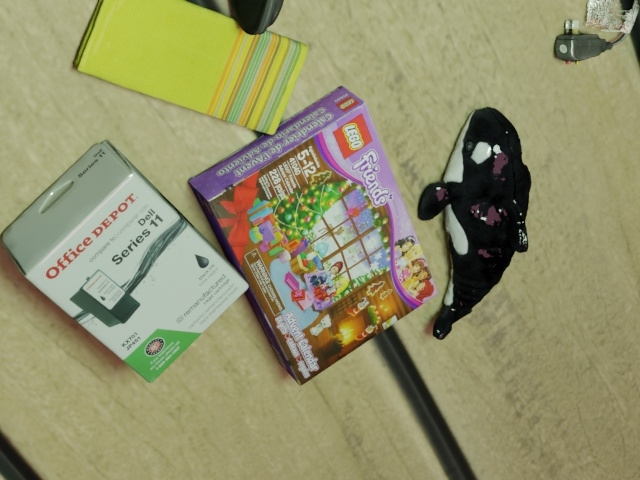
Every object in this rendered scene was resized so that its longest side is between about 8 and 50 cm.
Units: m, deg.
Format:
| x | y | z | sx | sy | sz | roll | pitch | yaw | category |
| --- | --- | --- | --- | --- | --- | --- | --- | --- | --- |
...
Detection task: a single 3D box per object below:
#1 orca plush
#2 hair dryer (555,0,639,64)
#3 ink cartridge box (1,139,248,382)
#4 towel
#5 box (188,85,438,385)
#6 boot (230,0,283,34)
| x | y | z | sx | sy | sz | roll | pitch | yaw | category |
| --- | --- | --- | --- | --- | --- | --- | --- | --- | --- |
| 0.193 | -0.005 | 1.638 | 0.151 | 0.102 | 0.287 | 6 | 114 | -34 | orca plush |
| 0.427 | -0.285 | 1.606 | 0.293 | 0.080 | 0.224 | 4 | 117 | -22 | hair dryer |
| -0.198 | 0.023 | 1.426 | 0.153 | 0.087 | 0.208 | -45 | 129 | -2 | ink cartridge box |
| -0.125 | -0.183 | 1.396 | 0.237 | 0.021 | 0.102 | 16 | 102 | -36 | towel |
| 0.000 | 0.000 | 1.552 | 0.201 | 0.057 | 0.293 | -33 | 129 | -11 | box |
| 0.041 | -0.315 | 1.375 | 0.229 | 0.091 | 0.263 | 1 | 120 | -37 | boot |
